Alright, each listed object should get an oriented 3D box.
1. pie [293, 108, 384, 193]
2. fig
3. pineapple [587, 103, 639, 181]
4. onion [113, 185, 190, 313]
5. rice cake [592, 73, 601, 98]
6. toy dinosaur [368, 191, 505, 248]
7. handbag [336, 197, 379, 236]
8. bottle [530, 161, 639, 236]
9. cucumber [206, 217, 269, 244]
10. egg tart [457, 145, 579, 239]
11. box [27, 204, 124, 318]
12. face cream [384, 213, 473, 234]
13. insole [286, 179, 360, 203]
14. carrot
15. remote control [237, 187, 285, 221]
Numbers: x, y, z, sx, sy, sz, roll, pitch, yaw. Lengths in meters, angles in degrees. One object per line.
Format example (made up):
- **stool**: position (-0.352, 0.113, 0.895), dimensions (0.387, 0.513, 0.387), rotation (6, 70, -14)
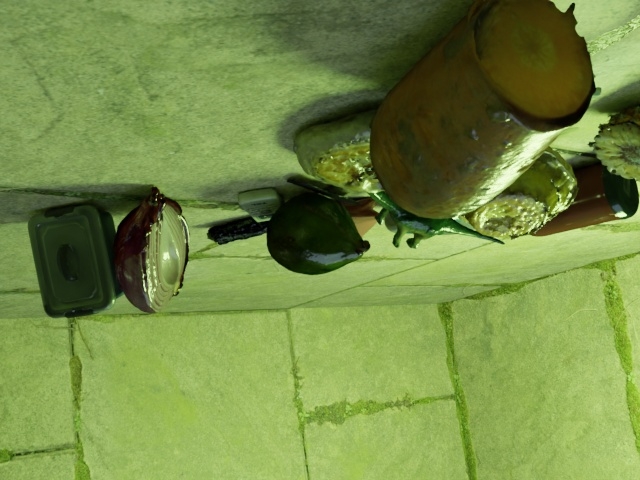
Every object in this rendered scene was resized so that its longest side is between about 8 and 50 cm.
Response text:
- **pie**: position (0.117, -0.159, 1.410), dimensions (0.338, 0.077, 0.339), rotation (-7, 169, -1)
- **fig**: position (0.000, 0.000, 1.710), dimensions (0.244, 0.195, 0.195), rotation (28, -172, 31)
- **pineapple**: position (0.613, -0.203, 1.457), dimensions (0.161, 0.137, 0.176), rotation (42, 156, -13)
- **onion**: position (-0.363, 0.002, 1.636), dimensions (0.120, 0.227, 0.284), rotation (9, 127, 9)
- **rice cake**: position (0.343, -0.191, 1.346), dimensions (0.066, 0.063, 0.336), rotation (-2, 159, -25)
- **toy dinosaur**: position (0.215, -0.077, 1.693), dimensions (0.446, 0.087, 0.301), rotation (6, 154, -4)
- **handbag**: position (0.051, -0.048, 1.926), dimensions (0.157, 0.059, 0.212), rotation (-5, 166, -15)
- **bottle**: position (0.571, -0.091, 1.875), dimensions (0.336, 0.144, 0.144), rotation (-15, 166, 41)
- **cucumber**: position (-0.189, -0.028, 1.903), dimensions (0.181, 0.053, 0.053), rotation (-15, 166, 20)
- **egg tart**: position (0.387, -0.089, 1.625), dimensions (0.294, 0.116, 0.295), rotation (4, 148, 3)
- **box**: position (-0.504, 0.042, 1.640), dimensions (0.162, 0.227, 0.130), rotation (-10, -178, 11)
- **face cream**: position (0.328, -0.062, 1.972), dimensions (0.336, 0.080, 0.163), rotation (2, 160, -35)
- **insole**: position (0.015, -0.103, 1.708), dimensions (0.086, 0.005, 0.253), rotation (12, 179, 32)
- **carrot**: position (0.207, -0.167, 1.090), dimensions (0.224, 0.224, 0.340), rotation (-2, 163, -24)
- **remote control**: position (-0.124, -0.077, 1.751), dimensions (0.087, 0.029, 0.190), rotation (-9, 167, 5)
